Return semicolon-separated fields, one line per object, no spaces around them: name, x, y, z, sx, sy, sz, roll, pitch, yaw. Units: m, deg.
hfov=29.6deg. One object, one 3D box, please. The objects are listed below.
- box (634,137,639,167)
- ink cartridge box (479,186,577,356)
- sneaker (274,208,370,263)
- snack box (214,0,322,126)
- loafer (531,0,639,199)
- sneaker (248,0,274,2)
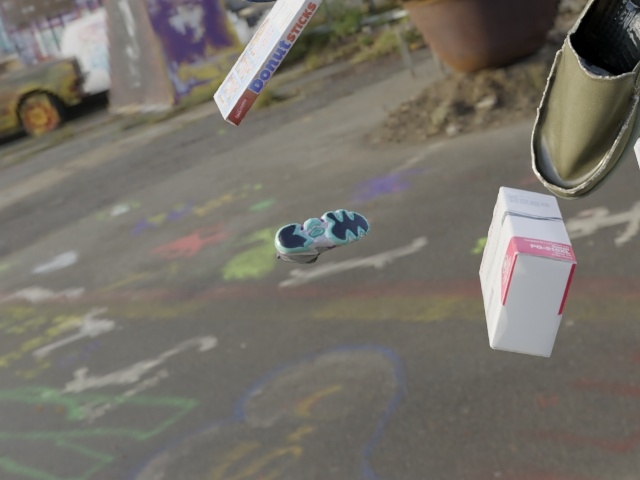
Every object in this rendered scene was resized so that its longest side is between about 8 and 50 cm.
box;0.566;-0.119;1.711;0.203;0.114;0.103;-13;9;34
ink cartridge box;0.321;0.045;1.905;0.100;0.172;0.237;9;27;-2
sneaker;0.000;0.000;1.245;0.098;0.038;0.069;-9;-20;-7
snack box;-0.062;-0.219;1.385;0.178;0.022;0.064;-54;32;17
loafer;0.230;-0.144;1.014;0.094;0.251;0.087;34;34;29
sneaker;0.040;-0.314;1.107;0.296;0.112;0.131;-31;18;-13
